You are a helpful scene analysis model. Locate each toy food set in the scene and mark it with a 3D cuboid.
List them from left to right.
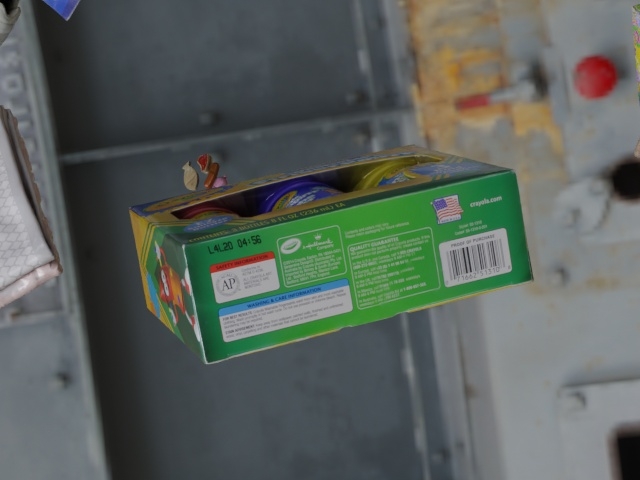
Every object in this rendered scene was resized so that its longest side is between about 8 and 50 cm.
[{"bbox_3d":[-0.179,-0.090,2.455,0.019,0.078,0.122,31,-147,-42],"label":"toy food set"}]

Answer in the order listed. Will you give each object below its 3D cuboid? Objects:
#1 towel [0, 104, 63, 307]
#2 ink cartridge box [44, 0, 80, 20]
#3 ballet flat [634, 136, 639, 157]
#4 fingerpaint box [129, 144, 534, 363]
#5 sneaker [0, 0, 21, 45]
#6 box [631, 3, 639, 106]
[{"bbox_3d":[-0.517,-0.011,2.031,0.332,0.317,0.053,63,180,40],"label":"towel"},{"bbox_3d":[-0.417,-0.430,1.929,0.332,0.165,0.065,41,-144,3],"label":"ink cartridge box"},{"bbox_3d":[0.383,-0.117,1.585,0.316,0.107,0.106,-113,35,-85],"label":"ballet flat"},{"bbox_3d":[0.000,0.000,2.068,0.371,0.444,0.163,-153,52,-71],"label":"fingerpaint box"},{"bbox_3d":[-0.449,-0.367,2.109,0.099,0.121,0.263,20,-134,-43],"label":"sneaker"},{"bbox_3d":[0.617,-0.227,2.126,0.290,0.279,0.177,-111,7,-57],"label":"box"}]
